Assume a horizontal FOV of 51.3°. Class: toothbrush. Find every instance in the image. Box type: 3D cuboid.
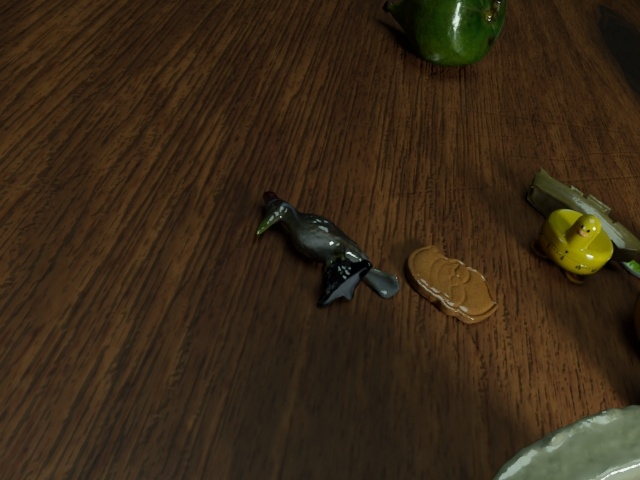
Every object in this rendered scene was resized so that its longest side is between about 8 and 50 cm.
[{"bbox_3d":[0.491,0.032,1.054,0.022,0.026,0.263,-25,60,-25],"label":"toothbrush"}]

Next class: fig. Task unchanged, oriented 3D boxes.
[{"bbox_3d":[0.239,-0.458,1.349,0.203,0.203,0.235,-10,28,-36],"label":"fig"}]

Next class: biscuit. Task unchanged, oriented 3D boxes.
[{"bbox_3d":[0.169,0.055,0.858,0.130,0.019,0.102,35,41,9],"label":"biscuit"}]

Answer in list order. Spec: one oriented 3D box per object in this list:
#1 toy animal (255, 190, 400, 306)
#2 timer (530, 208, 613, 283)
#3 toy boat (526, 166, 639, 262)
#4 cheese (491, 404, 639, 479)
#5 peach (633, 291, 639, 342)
[{"bbox_3d":[-0.001,0.005,0.801,0.202,0.070,0.105,39,28,19],"label":"toy animal"},{"bbox_3d":[0.375,-0.005,0.965,0.107,0.109,0.107,16,40,-14],"label":"timer"},{"bbox_3d":[0.417,-0.043,1.060,0.072,0.064,0.206,-26,59,-31],"label":"toy boat"},{"bbox_3d":[0.263,0.288,0.501,0.332,0.153,0.292,-9,48,-11],"label":"cheese"},{"bbox_3d":[0.495,0.101,0.903,0.138,0.138,0.138,15,41,-13],"label":"peach"}]
